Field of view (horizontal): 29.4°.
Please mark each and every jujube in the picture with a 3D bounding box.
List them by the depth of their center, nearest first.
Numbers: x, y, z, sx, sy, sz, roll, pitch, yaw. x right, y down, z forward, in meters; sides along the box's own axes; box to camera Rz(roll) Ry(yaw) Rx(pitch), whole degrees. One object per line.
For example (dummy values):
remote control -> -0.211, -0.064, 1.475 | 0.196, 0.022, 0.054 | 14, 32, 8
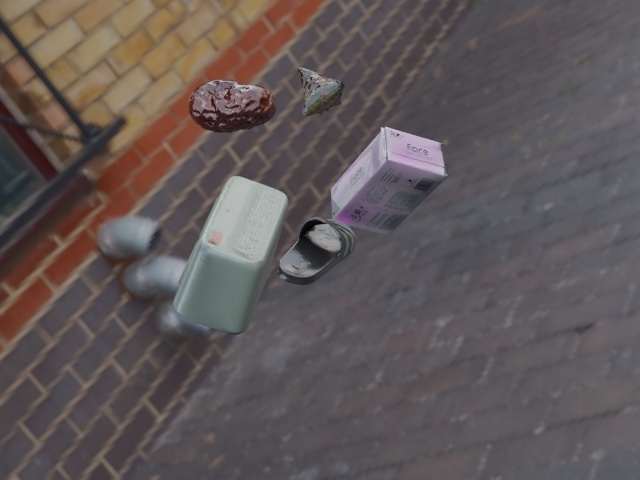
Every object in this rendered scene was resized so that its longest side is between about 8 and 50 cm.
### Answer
jujube -> -0.118, -0.183, 1.658 | 0.129, 0.077, 0.077 | 2, 37, 35

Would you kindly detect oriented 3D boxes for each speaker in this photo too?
speaker -> -0.192, 0.021, 2.737 | 0.406, 0.183, 0.184 | -74, 5, -63

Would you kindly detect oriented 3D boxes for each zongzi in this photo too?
zongzi -> 0.008, -0.195, 1.639 | 0.067, 0.073, 0.083 | -44, 38, 14

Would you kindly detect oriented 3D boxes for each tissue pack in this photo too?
tissue pack -> 0.138, -0.123, 2.565 | 0.246, 0.149, 0.092 | -47, 38, 48

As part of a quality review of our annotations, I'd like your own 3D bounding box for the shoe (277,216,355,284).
shoe -> 0.000, 0.000, 1.596 | 0.071, 0.049, 0.179 | 19, 29, 16
